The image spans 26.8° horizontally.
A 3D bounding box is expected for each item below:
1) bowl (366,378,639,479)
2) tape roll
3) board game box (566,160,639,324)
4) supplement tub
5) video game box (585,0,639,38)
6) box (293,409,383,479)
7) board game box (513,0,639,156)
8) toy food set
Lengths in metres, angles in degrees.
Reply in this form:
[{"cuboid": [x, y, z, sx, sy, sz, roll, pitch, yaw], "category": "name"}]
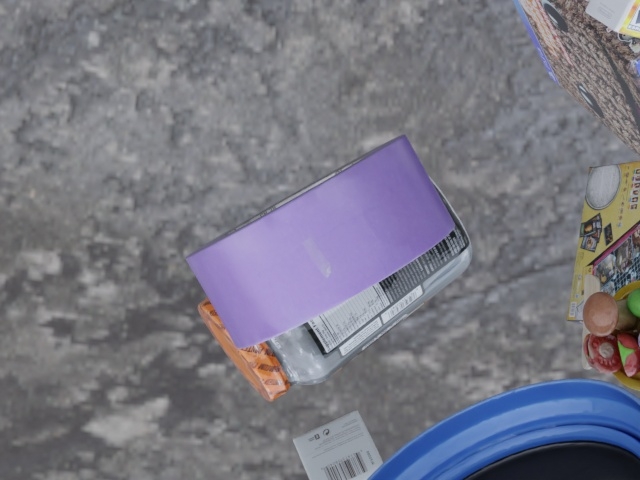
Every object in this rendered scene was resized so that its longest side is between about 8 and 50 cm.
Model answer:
[{"cuboid": [0.183, 0.294, 1.386, 0.391, 0.391, 0.077, -21, 111, 28], "category": "bowl"}, {"cuboid": [0.000, 0.000, 0.999, 0.189, 0.189, 0.080, -27, 95, 33], "category": "tape roll"}, {"cuboid": [0.452, 0.006, 2.002, 0.042, 0.243, 0.165, 14, 171, -28], "category": "board game box"}, {"cuboid": [0.016, 0.046, 1.677, 0.316, 0.193, 0.193, -36, 145, -12], "category": "supplement tub"}, {"cuboid": [0.324, -0.231, 1.023, 0.205, 0.048, 0.187, 5, 117, -36], "category": "video game box"}, {"cuboid": [0.031, 0.307, 1.849, 0.101, 0.102, 0.087, -24, 151, -2], "category": "box"}, {"cuboid": [0.353, -0.231, 1.508, 0.141, 0.291, 0.232, -37, 133, 1], "category": "board game box"}, {"cuboid": [0.351, 0.108, 1.519, 0.071, 0.128, 0.218, 5, -177, -36], "category": "toy food set"}]
